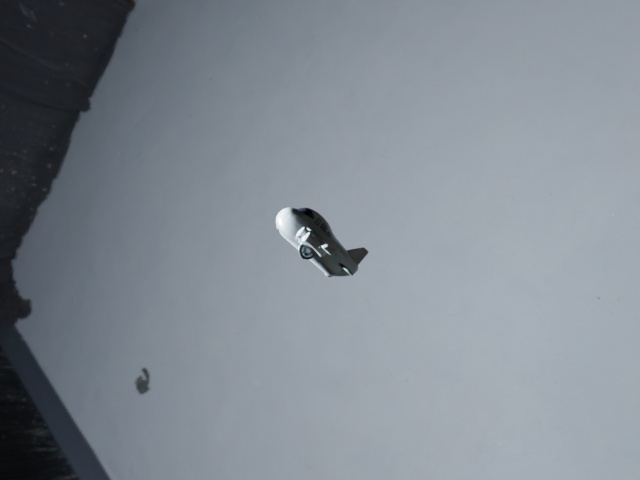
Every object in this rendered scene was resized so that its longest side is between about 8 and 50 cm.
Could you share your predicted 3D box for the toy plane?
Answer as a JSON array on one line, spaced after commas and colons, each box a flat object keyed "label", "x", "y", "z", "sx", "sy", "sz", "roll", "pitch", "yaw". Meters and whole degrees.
[{"label": "toy plane", "x": -0.002, "y": 0.002, "z": 1.047, "sx": 0.174, "sy": 0.174, "sz": 0.080, "roll": 39, "pitch": 92, "yaw": 35}]
